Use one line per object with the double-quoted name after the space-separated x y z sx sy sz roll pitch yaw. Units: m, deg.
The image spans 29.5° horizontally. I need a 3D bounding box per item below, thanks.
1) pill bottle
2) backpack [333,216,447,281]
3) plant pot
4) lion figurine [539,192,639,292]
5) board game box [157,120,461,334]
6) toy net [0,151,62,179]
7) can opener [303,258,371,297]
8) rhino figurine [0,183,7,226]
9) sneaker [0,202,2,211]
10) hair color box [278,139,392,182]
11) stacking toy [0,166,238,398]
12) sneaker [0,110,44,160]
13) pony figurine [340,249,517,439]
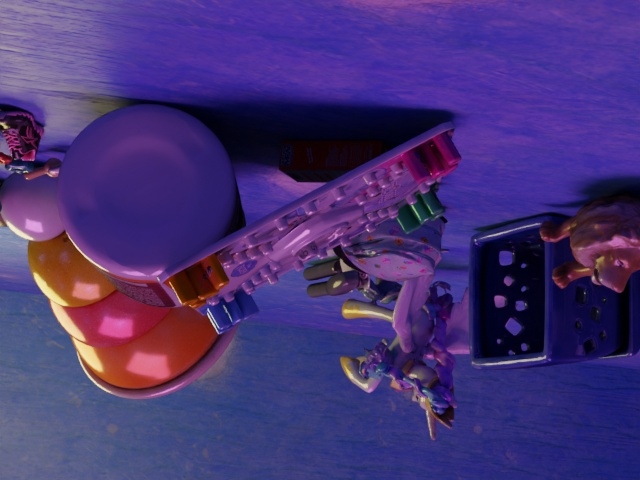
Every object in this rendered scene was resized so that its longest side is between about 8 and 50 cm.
-0.216 -0.029 1.666 0.224 0.224 0.392 6 169 0 "pill bottle"
0.120 0.002 1.953 0.152 0.115 0.182 16 163 -35 "backpack"
0.393 0.094 2.004 0.212 0.235 0.236 4 171 -26 "plant pot"
0.490 0.004 1.789 0.392 0.142 0.240 -4 170 -37 "lion figurine"
0.000 0.000 1.591 0.390 0.050 0.390 -28 170 -2 "board game box"
-0.426 -0.122 1.784 0.232 0.045 0.122 6 168 -8 "toy net"
0.019 0.077 2.484 0.095 0.076 0.283 -11 178 -26 "can opener"
-0.527 -0.054 2.123 0.106 0.073 0.243 0 170 43 "rhino figurine"
-0.539 -0.061 1.849 0.110 0.107 0.275 10 179 -21 "sneaker"
0.023 -0.105 1.617 0.141 0.043 0.072 1 169 20 "hair color box"
-0.373 0.034 2.057 0.351 0.350 0.480 0 153 27 "stacking toy"
-0.406 -0.139 1.633 0.047 0.057 0.119 6 169 11 "sneaker"
0.195 0.182 2.426 0.303 0.351 0.363 18 -177 -35 "pony figurine"
